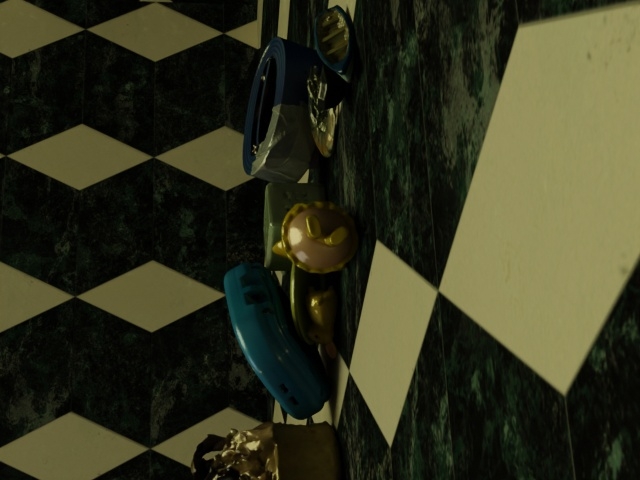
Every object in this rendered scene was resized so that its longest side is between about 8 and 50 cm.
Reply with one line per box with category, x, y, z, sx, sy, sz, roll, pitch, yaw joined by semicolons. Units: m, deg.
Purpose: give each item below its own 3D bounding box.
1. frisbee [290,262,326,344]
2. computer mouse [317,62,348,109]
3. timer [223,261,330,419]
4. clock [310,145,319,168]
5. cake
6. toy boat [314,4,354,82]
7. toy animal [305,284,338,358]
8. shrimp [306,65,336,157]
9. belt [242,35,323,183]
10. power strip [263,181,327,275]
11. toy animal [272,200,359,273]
frisbee;-0.025;0.110;1.869;0.236;0.017;0.236;-2;-90;-74
computer mouse;0.027;-0.317;1.688;0.172;0.057;0.099;-82;-3;-48
timer;-0.095;0.216;1.920;0.309;0.115;0.340;56;-174;-33
clock;-0.033;-0.254;2.122;0.110;0.050;0.152;100;167;-52
cake;-0.124;0.545;1.840;0.332;0.321;0.332;-179;90;-83
toy boat;0.033;-0.367;1.626;0.046;0.080;0.229;50;-162;-41
toy animal;0.006;0.179;1.811;0.083;0.070;0.159;-80;-14;-68
shrimp;0.008;-0.291;1.863;0.150;0.051;0.217;126;136;-71
belt;-0.084;-0.303;2.020;0.212;0.117;0.346;-20;59;58
power strip;-0.061;-0.012;2.010;0.224;0.139;0.140;99;167;-49
toy animal;-0.005;-0.002;1.610;0.230;0.156;0.156;122;147;-79
